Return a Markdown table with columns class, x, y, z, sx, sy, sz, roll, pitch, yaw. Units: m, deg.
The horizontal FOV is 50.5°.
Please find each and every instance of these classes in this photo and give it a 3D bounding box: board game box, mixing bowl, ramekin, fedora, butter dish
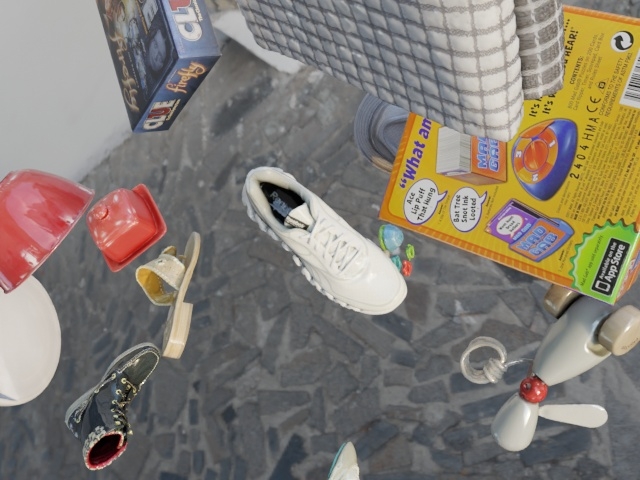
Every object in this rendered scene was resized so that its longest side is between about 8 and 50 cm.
| class | x | y | z | sx | sy | sz | roll | pitch | yaw |
| --- | --- | --- | --- | --- | --- | --- | --- | --- | --- |
| board game box | -0.176 | -0.250 | 0.660 | 0.165 | 0.042 | 0.243 | -30 | 76 | 57 |
| mixing bowl | -0.400 | -0.030 | 0.907 | 0.181 | 0.098 | 0.181 | -38 | 24 | 21 |
| board game box | 0.363 | -0.148 | 1.062 | 0.356 | 0.356 | 0.356 | 23 | 104 | 26 |
| ramekin | -0.636 | 0.187 | 1.294 | 0.127 | 0.273 | 0.272 | -13 | 69 | 16 |
| fedora | 0.222 | -0.260 | 1.666 | 0.124 | 0.276 | 0.243 | -92 | 27 | -68 |
| butter dish | -0.433 | -0.042 | 1.437 | 0.160 | 0.118 | 0.160 | -37 | 60 | 8 |

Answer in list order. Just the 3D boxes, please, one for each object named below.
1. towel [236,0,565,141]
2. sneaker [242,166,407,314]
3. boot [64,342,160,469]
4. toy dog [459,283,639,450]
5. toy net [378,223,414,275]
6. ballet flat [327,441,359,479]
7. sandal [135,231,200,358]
| class | x | y | z | sx | sy | sz | roll | pitch | yaw |
| --- | --- | --- | --- | --- | --- | --- | --- | --- | --- |
| towel | 0.036 | -0.219 | 0.495 | 0.284 | 0.235 | 0.121 | 31 | 73 | 36 |
| sneaker | 0.000 | 0.000 | 0.970 | 0.292 | 0.118 | 0.110 | 39 | 84 | 4 |
| boot | -0.392 | 0.326 | 1.345 | 0.236 | 0.085 | 0.179 | -44 | 32 | -10 |
| toy dog | 0.430 | 0.213 | 1.187 | 0.334 | 0.161 | 0.220 | -45 | 48 | 29 |
| toy net | 0.165 | 0.069 | 1.619 | 0.045 | 0.122 | 0.232 | -8 | 41 | 32 |
| ballet flat | 0.038 | 0.539 | 1.437 | 0.086 | 0.086 | 0.248 | -4 | 32 | 37 |
| sandal | -0.225 | 0.060 | 0.970 | 0.240 | 0.079 | 0.088 | -96 | 28 | -49 |
